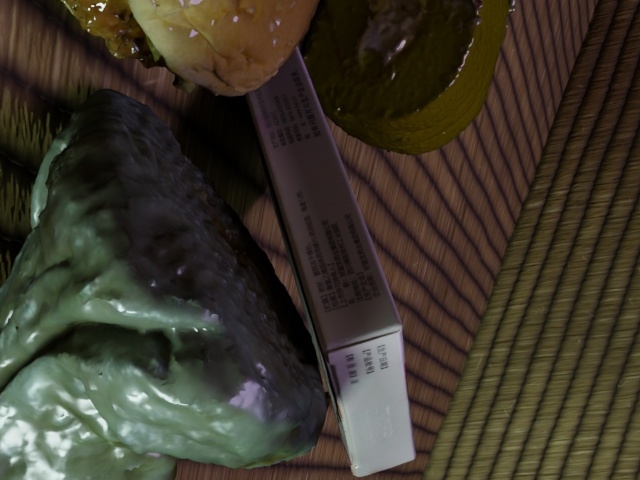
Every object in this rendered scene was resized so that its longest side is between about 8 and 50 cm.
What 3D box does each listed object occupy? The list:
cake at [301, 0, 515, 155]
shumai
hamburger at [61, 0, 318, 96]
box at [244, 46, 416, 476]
[{"bbox_3d":[0.101,-0.228,0.991,0.261,0.179,0.156,-69,159,-3],"label":"cake"},{"bbox_3d":[-0.164,0.077,0.666,0.263,0.304,0.309,-37,164,4],"label":"shumai"},{"bbox_3d":[-0.068,-0.246,0.634,0.283,0.144,0.259,-63,160,-5],"label":"hamburger"},{"bbox_3d":[0.000,0.000,0.807,0.214,0.069,0.353,78,-7,-52],"label":"box"}]
